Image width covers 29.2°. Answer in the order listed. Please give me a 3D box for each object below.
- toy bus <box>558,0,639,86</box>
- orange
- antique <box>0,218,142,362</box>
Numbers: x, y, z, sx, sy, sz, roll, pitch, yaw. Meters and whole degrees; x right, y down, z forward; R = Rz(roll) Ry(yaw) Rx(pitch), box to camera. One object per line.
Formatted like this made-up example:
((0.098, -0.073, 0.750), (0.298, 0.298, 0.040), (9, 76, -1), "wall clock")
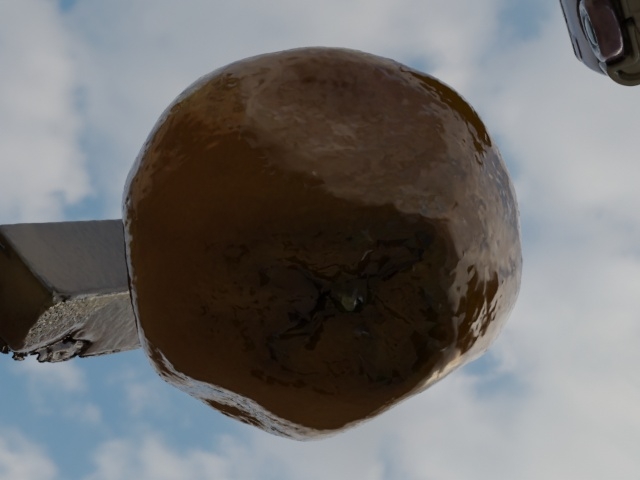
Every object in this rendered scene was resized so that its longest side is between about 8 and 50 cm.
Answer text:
((0.227, -0.230, 0.877), (0.142, 0.142, 0.202), (-18, -64, 7), "toy bus")
((0.000, 0.000, 0.724), (0.249, 0.183, 0.249), (-3, -79, -13), "orange")
((-0.183, 0.040, 1.077), (0.087, 0.310, 0.093), (47, -68, 18), "antique")
